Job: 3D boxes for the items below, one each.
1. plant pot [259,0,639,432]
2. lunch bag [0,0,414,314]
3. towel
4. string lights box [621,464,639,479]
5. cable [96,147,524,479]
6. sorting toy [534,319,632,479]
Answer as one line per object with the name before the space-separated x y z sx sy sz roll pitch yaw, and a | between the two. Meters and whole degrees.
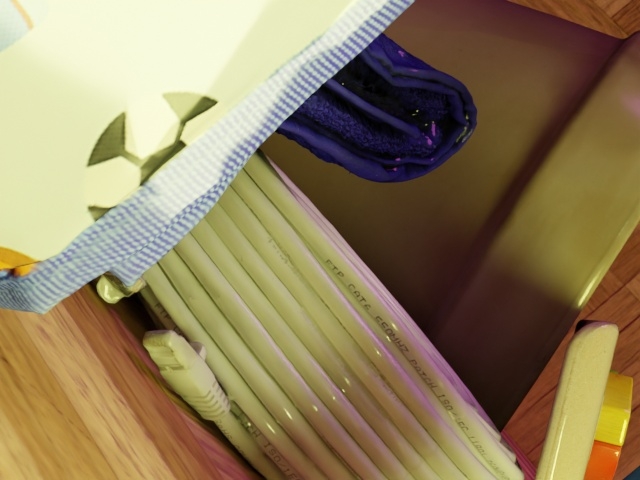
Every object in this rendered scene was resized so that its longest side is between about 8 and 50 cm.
plant pot | 0.048 -0.038 1.134 0.280 0.323 0.323 33 0 8
lunch bag | -0.091 -0.218 0.503 0.239 0.385 0.328 -2 -40 44
towel | -0.098 -0.121 0.835 0.308 0.076 0.227 30 0 33
string lights box | 0.156 0.125 0.587 0.133 0.259 0.077 50 3 -5
cable | -0.006 0.046 0.868 0.257 0.089 0.257 48 3 -26
sorting toy | 0.129 0.137 0.944 0.038 0.193 0.208 14 -1 9
